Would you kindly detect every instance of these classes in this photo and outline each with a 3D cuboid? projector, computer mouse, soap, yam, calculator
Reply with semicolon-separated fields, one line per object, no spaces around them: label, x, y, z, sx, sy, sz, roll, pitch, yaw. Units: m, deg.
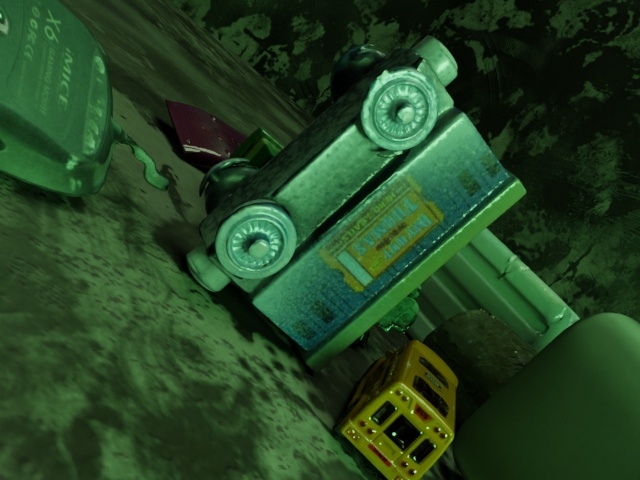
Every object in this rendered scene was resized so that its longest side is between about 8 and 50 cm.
projector;0.305;0.254;0.635;0.248;0.248;0.249;40;12;-20
computer mouse;-0.237;-0.121;0.505;0.379;0.090;0.167;48;37;-56
soap;0.220;0.077;1.110;0.115;0.208;0.347;32;15;-53
yam;0.231;0.198;0.871;0.154;0.154;0.254;34;17;-40
calculator;-0.138;-0.135;0.996;0.190;0.034;0.127;22;30;-44

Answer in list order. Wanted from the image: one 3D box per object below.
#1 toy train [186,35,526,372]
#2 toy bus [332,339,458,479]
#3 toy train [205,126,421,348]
toy train;0.030;-0.032;0.631;0.202;0.299;0.131;46;6;-31
toy bus;0.080;0.152;0.637;0.083;0.088;0.194;43;11;5
toy train;0.000;0.000;0.844;0.300;0.120;0.202;38;10;-27
